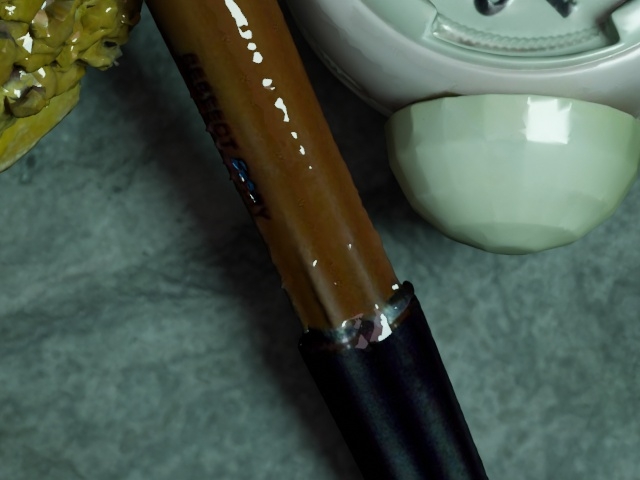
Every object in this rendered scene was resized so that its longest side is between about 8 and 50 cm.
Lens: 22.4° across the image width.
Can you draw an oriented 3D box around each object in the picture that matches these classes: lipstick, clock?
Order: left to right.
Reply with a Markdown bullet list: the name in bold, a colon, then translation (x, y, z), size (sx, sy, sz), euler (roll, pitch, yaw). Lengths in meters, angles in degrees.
- **lipstick**: translation (0.000, 0.000, 0.920), size (0.077, 0.077, 0.418), euler (-28, 107, -11)
- **clock**: translation (0.123, -0.192, 0.940), size (0.342, 0.184, 0.326), euler (-44, 74, 1)

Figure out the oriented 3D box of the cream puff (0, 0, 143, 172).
- **cream puff**: translation (-0.249, -0.200, 0.892), size (0.327, 0.231, 0.343), euler (5, 82, -11)
